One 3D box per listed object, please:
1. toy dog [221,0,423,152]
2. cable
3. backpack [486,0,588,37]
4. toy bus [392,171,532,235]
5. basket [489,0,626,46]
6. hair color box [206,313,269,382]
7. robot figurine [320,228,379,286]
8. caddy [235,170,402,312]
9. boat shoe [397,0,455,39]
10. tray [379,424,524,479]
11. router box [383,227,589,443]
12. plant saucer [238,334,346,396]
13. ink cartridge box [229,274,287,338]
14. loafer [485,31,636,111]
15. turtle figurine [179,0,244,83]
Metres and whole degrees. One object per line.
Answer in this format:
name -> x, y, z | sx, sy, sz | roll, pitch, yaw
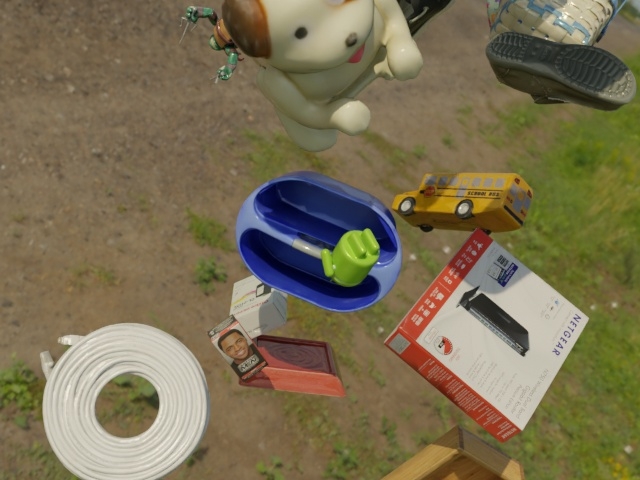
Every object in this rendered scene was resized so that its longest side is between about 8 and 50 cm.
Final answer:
toy dog -> -0.009, -0.357, 1.345 | 0.395, 0.284, 0.408 | 56, 3, 0
cable -> -0.300, 0.255, 1.317 | 0.257, 0.089, 0.257 | -8, 78, -14
backpack -> 0.522, -0.582, 2.021 | 0.253, 0.225, 0.191 | -30, 36, -23
toy bus -> 0.338, -0.093, 2.062 | 0.332, 0.130, 0.108 | 6, -22, 47
basket -> 0.495, -0.504, 1.779 | 0.254, 0.201, 0.289 | 33, 65, 4
hair color box -> -0.177, 0.232, 1.810 | 0.141, 0.072, 0.043 | 58, -7, -35
robot figurine -> 0.051, 0.030, 1.335 | 0.101, 0.115, 0.067 | -17, 65, -30
caddy -> 0.000, 0.000, 1.705 | 0.341, 0.241, 0.179 | 22, 19, 2
boat shoe -> 0.207, -0.514, 1.769 | 0.091, 0.302, 0.114 | -7, 68, -23
tray -> 0.256, 0.600, 1.979 | 0.202, 0.411, 0.076 | 33, 34, -19
router box -> 0.340, 0.180, 1.696 | 0.301, 0.082, 0.335 | 39, 53, 6
plant saucer -> -0.072, 0.301, 2.102 | 0.259, 0.048, 0.258 | 8, 15, -7
ink cartridge box -> -0.153, 0.156, 2.116 | 0.072, 0.127, 0.175 | 61, 13, -26
loafer -> 0.390, -0.268, 1.377 | 0.251, 0.094, 0.087 | 28, -22, 27
turtle figurine -> -0.219, -0.462, 1.876 | 0.118, 0.234, 0.175 | -43, 97, -30
